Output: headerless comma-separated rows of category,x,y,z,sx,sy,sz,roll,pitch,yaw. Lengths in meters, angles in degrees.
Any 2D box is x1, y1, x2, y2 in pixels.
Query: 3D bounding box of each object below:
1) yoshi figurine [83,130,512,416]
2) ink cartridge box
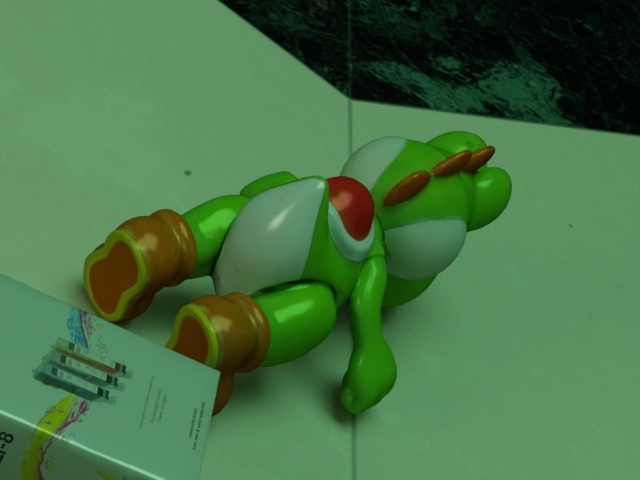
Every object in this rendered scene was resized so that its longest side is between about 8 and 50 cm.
yoshi figurine,-0.004,0.022,1.491,0.362,0.203,0.203,-23,20,-36
ink cartridge box,-0.175,0.128,1.201,0.176,0.128,0.127,25,34,-11
